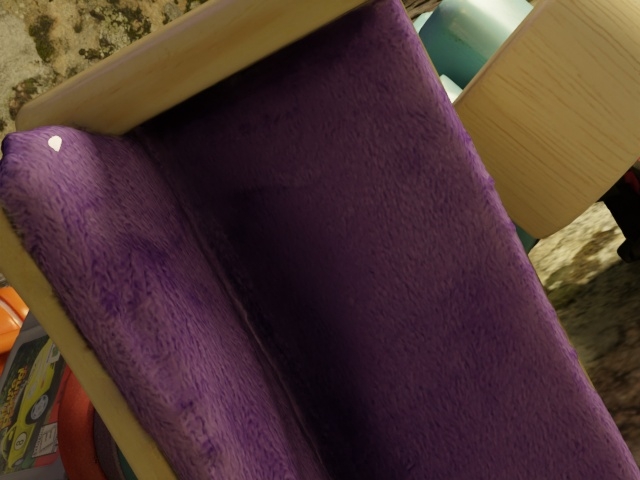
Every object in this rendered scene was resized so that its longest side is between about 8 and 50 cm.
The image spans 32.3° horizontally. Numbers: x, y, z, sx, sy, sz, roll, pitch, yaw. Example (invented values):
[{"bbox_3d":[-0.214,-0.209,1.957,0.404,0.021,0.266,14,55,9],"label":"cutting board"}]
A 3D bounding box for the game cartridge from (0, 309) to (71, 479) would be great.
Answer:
[{"bbox_3d":[-0.240,0.154,1.006,0.196,0.060,0.294,-25,44,46],"label":"game cartridge"}]

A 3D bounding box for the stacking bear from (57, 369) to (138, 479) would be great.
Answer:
[{"bbox_3d":[-0.042,0.132,0.807,0.289,0.175,0.164,-7,24,39],"label":"stacking bear"}]

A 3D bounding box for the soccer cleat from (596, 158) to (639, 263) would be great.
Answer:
[{"bbox_3d":[0.276,-0.048,0.756,0.143,0.116,0.331,-32,2,4],"label":"soccer cleat"}]

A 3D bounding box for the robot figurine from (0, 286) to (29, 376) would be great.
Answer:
[{"bbox_3d":[-0.470,0.151,1.576,0.219,0.128,0.158,-38,-22,-28],"label":"robot figurine"}]

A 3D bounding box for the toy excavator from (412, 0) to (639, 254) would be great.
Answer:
[{"bbox_3d":[0.112,-0.084,0.765,0.433,0.222,0.445,-51,0,-44],"label":"toy excavator"}]

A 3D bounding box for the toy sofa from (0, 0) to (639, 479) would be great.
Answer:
[{"bbox_3d":[0.033,0.073,0.445,0.150,0.362,0.177,-26,9,14],"label":"toy sofa"}]
